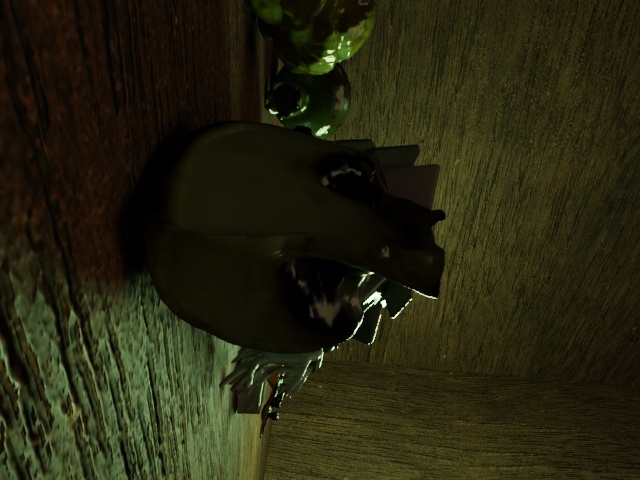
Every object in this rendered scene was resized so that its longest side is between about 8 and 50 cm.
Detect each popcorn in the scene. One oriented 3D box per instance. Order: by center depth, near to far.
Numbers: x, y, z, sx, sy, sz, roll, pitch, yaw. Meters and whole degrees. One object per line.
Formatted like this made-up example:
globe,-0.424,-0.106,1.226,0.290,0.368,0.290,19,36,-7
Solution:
popcorn,-0.023,-0.459,0.796,0.225,0.276,0.276,-48,180,-2

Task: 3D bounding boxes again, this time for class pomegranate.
pomegranate,-0.041,-0.381,1.214,0.242,0.242,0.306,97,19,-49

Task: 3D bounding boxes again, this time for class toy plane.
toy plane,-0.117,0.413,1.108,0.135,0.062,0.189,98,-3,-45

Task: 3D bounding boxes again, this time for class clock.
clock,-0.176,0.348,1.166,0.197,0.063,0.150,-89,-176,-73

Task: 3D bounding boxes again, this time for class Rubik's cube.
Rubik's cube,0.000,0.000,0.742,0.358,0.386,0.368,105,-27,-58

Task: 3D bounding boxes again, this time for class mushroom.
mushroom,-0.029,-0.010,0.493,0.218,0.291,0.212,-107,-160,-49

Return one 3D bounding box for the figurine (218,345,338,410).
figurine,-0.088,0.189,0.929,0.207,0.284,0.316,86,-19,-52
